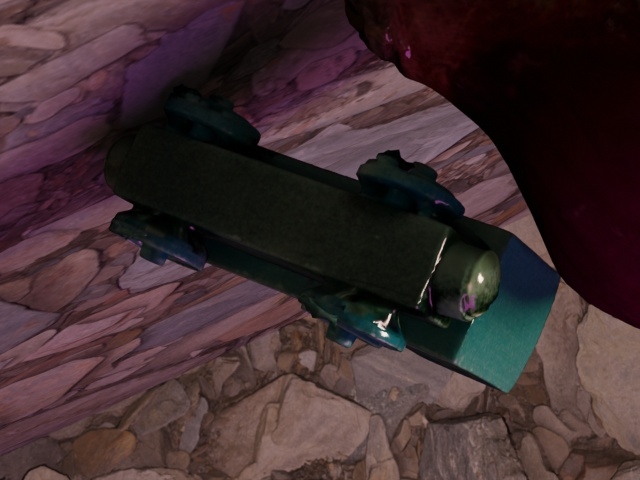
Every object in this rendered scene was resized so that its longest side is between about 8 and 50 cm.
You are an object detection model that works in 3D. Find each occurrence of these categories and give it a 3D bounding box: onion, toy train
[{"bbox_3d":[0.192,-0.116,0.855,0.385,0.348,0.348,8,168,-1],"label":"onion"},{"bbox_3d":[0.000,0.000,0.933,0.194,0.298,0.120,32,81,-58],"label":"toy train"}]
